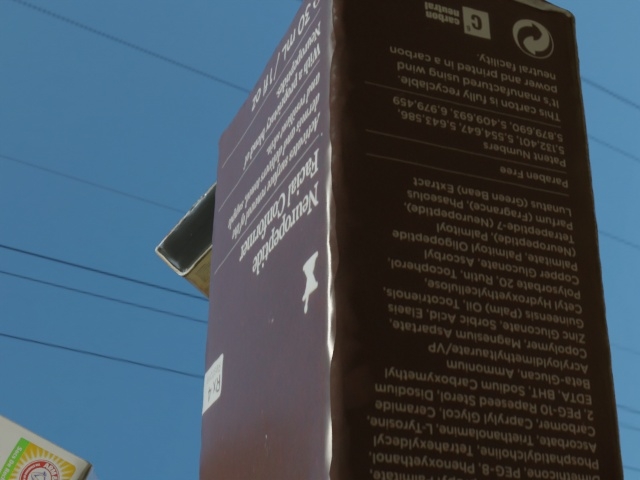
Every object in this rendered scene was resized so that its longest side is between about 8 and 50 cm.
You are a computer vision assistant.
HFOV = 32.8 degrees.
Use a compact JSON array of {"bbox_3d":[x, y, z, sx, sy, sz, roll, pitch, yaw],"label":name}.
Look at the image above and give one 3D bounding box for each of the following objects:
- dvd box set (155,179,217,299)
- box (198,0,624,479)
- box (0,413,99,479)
[{"bbox_3d":[0.000,0.000,1.388,0.307,0.062,0.420,-49,-31,-5],"label":"dvd box set"},{"bbox_3d":[0.029,0.083,0.507,0.143,0.191,0.381,9,-118,-20],"label":"box"},{"bbox_3d":[-0.273,0.177,0.804,0.203,0.114,0.103,25,-115,10],"label":"box"}]
